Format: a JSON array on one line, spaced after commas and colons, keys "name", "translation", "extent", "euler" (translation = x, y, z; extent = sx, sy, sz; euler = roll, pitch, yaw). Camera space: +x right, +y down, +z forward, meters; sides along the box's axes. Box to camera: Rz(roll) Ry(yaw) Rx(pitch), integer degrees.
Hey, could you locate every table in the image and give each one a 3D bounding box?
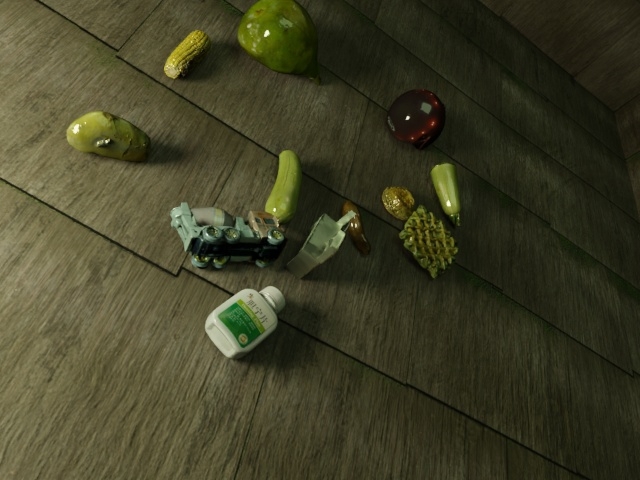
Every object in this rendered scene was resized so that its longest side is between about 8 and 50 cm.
[{"name": "table", "translation": [0.000, 0.000, 1.360], "extent": [0.062, 0.175, 0.146], "euler": [38, 46, -10]}]

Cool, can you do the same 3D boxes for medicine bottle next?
[{"name": "medicine bottle", "translation": [-0.160, 0.173, 1.204], "extent": [0.119, 0.069, 0.183], "euler": [50, 44, 5]}]

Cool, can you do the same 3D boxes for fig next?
[{"name": "fig", "translation": [-0.114, -0.637, 1.713], "extent": [0.233, 0.233, 0.314], "euler": [62, 19, 14]}]

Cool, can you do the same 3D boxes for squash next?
[{"name": "squash", "translation": [0.449, -0.152, 1.869], "extent": [0.094, 0.094, 0.224], "euler": [4, 66, -34]}, {"name": "squash", "translation": [-0.094, -0.141, 1.456], "extent": [0.083, 0.083, 0.250], "euler": [27, 47, -20]}]

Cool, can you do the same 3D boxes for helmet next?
[{"name": "helmet", "translation": [0.343, -0.438, 1.918], "extent": [0.216, 0.193, 0.189], "euler": [-16, 71, -11]}]

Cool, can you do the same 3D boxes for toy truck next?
[{"name": "toy truck", "translation": [-0.215, -0.019, 1.270], "extent": [0.256, 0.108, 0.140], "euler": [1, 48, -33]}]

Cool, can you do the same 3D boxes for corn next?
[{"name": "corn", "translation": [-0.371, -0.522, 1.514], "extent": [0.072, 0.072, 0.203], "euler": [34, 48, -13]}]

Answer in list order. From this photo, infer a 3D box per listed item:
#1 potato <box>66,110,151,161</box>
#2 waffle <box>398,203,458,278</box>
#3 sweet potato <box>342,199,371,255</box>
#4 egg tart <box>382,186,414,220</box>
[{"name": "potato", "translation": [-0.472, -0.231, 1.225], "extent": [0.188, 0.105, 0.085], "euler": [17, 34, -43]}, {"name": "waffle", "translation": [0.345, 0.005, 1.698], "extent": [0.204, 0.054, 0.223], "euler": [44, 47, -3]}, {"name": "sweet potato", "translation": [0.102, -0.040, 1.551], "extent": [0.053, 0.054, 0.182], "euler": [-8, 68, -30]}, {"name": "egg tart", "translation": [0.255, -0.127, 1.722], "extent": [0.130, 0.052, 0.130], "euler": [16, 56, -25]}]
